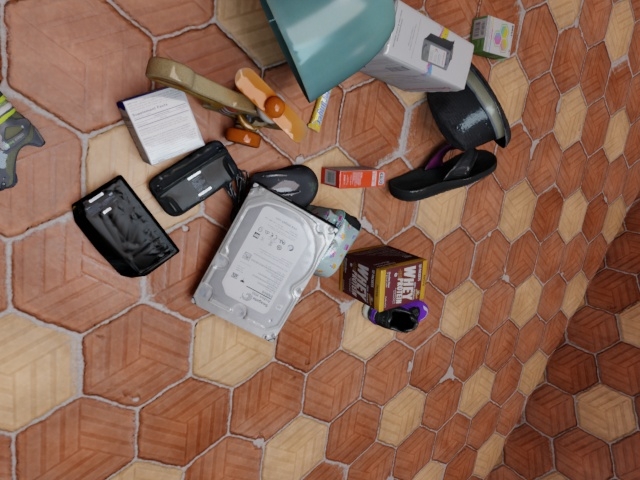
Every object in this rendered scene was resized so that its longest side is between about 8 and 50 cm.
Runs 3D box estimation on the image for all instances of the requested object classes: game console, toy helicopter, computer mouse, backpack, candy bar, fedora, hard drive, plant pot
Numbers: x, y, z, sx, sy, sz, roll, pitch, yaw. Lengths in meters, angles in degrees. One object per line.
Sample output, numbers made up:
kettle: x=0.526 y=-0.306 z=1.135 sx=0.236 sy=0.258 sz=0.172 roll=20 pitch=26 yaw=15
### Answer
game console: x=-0.343 y=-0.085 z=0.961 sx=0.361 sy=0.044 sz=0.213 roll=-38 pitch=122 yaw=-16
toy helicopter: x=-0.178 y=-0.282 z=0.861 sx=0.355 sy=0.235 sz=0.140 roll=6 pitch=101 yaw=-55
computer mouse: x=-0.107 y=-0.119 z=1.107 sx=0.272 sy=0.072 sz=0.189 roll=-21 pitch=114 yaw=-29
backpack: x=0.000 y=0.000 z=1.160 sx=0.144 sy=0.166 sz=0.188 roll=26 pitch=85 yaw=-36
candy bar: x=0.006 y=-0.375 z=1.143 sx=0.040 sy=0.018 sz=0.162 roll=15 pitch=96 yaw=-38
fedora: x=0.438 y=-0.401 z=1.312 sx=0.152 sy=0.334 sz=0.334 roll=-32 pitch=126 yaw=13
hard drive: x=-0.139 y=0.057 z=1.048 sx=0.236 sy=0.064 sz=0.339 roll=30 pitch=99 yaw=-8
plant pot: x=0.016 y=-0.482 z=0.897 sx=0.235 sy=0.293 sz=0.293 roll=-26 pitch=121 yaw=4

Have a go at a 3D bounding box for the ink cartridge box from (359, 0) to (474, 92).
ink cartridge box: x=0.217 y=-0.500 z=1.125 sx=0.306 sy=0.226 sz=0.131 roll=3 pitch=103 yaw=-37

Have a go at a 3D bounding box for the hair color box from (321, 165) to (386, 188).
hair color box: x=0.095 y=-0.183 z=1.218 sx=0.167 sy=0.093 sz=0.053 roll=-9 pitch=110 yaw=-33

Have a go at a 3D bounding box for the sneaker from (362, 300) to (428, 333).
sneaker: x=0.295 y=0.269 z=1.463 sx=0.293 sy=0.146 sz=0.102 roll=5 pitch=101 yaw=-36

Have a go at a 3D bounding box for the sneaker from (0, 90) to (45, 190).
sneaker: x=-0.611 y=-0.111 z=0.733 sx=0.300 sy=0.111 sz=0.121 roll=-53 pitch=130 yaw=-8

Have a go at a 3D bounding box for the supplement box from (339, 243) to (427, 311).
supplement box: x=0.191 y=0.108 z=1.310 sx=0.191 sy=0.194 sz=0.129 roll=-9 pitch=109 yaw=-33

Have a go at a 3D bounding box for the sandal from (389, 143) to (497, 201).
sandal: x=0.420 y=-0.243 z=1.379 sx=0.445 sy=0.167 sz=0.107 roll=-24 pitch=125 yaw=-27

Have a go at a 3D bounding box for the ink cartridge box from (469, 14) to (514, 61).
ink cartridge box: x=0.600 y=-0.684 z=1.443 sx=0.209 sy=0.062 sz=0.109 roll=-5 pitch=106 yaw=-35

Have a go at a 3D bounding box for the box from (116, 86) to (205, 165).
box: x=-0.339 y=-0.248 z=0.903 sx=0.126 sy=0.072 sz=0.137 roll=-29 pitch=120 yaw=-25
